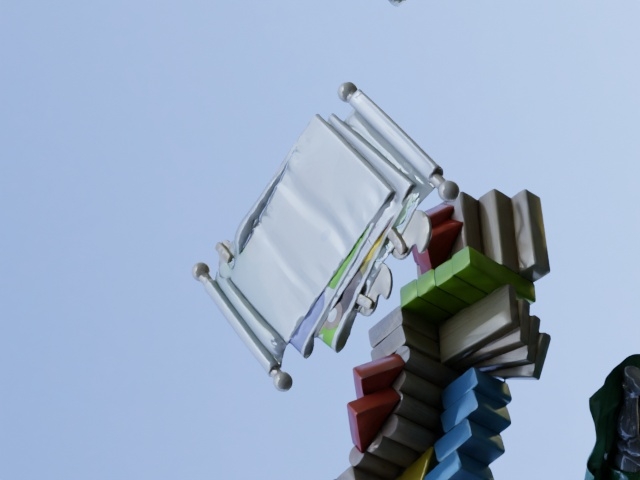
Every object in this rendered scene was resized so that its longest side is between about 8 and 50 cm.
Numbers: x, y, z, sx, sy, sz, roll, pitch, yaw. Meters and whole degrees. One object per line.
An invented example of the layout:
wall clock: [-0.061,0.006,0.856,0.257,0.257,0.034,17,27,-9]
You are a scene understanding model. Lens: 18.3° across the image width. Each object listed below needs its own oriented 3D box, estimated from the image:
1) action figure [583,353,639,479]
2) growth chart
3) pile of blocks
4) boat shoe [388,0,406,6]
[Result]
action figure: [0.262,0.195,1.648,0.137,0.063,0.232,-29,-45,-36]
growth chart: [0.000,0.000,1.503,0.021,0.237,0.172,10,-143,-46]
pile of blocks: [0.093,0.110,1.660,0.112,0.149,0.362,27,-112,-34]
boat shoe: [0.094,-0.328,1.791,0.109,0.091,0.305,56,-152,-35]
